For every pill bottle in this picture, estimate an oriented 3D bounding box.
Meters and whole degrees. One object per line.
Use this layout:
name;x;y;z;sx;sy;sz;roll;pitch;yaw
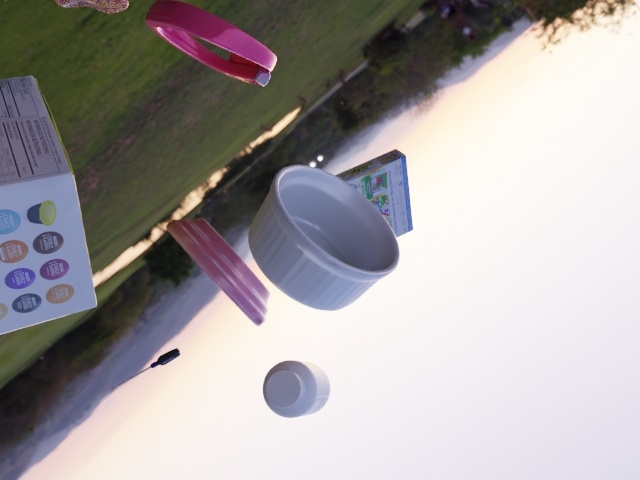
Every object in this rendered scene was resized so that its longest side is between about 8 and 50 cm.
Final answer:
pill bottle;-0.065;0.388;1.707;0.146;0.146;0.264;-42;163;0

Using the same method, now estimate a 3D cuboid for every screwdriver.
screwdriver;-0.382;0.282;1.416;0.170;0.024;0.025;-28;163;-8

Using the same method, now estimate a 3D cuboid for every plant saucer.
plant saucer;-0.233;0.063;1.572;0.084;0.332;0.332;-43;-175;-9

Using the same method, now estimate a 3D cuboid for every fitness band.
fitness band;-0.200;-0.355;1.167;0.291;0.209;0.054;29;-86;52

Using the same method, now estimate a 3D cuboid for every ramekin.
ramekin;0.000;0.000;1.217;0.135;0.277;0.277;-50;179;31

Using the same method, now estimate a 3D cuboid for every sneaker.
sneaker;-0.547;-0.591;1.556;0.064;0.175;0.067;119;-23;-68

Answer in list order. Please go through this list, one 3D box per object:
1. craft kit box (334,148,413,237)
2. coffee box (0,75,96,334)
craft kit box;0.122;-0.084;1.707;0.247;0.250;0.061;-27;-140;-19
coffee box;-0.634;-0.056;1.196;0.334;0.338;0.337;-15;138;-25
